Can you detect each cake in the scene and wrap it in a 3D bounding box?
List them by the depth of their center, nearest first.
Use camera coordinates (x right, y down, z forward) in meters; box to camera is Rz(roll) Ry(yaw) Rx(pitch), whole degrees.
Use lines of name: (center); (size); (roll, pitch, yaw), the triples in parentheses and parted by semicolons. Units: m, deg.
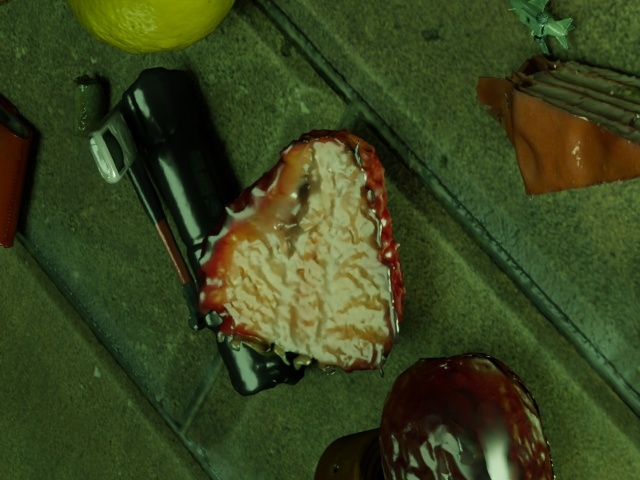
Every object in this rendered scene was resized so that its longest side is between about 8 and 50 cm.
cake: (0.276, -0.094, 1.674); (0.287, 0.098, 0.135); (17, 119, 47)

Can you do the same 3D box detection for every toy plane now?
toy plane: (0.215, -0.219, 1.724); (0.083, 0.033, 0.080); (36, 146, 31)

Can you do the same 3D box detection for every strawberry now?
strawberry: (-0.015, 0.007, 2.003); (0.253, 0.150, 0.280); (-3, 104, 27)

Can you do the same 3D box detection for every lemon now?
lemon: (-0.192, -0.315, 1.997); (0.260, 0.204, 0.204); (-15, 96, 57)

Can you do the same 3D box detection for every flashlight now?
flashlight: (-0.131, -0.013, 2.154); (0.103, 0.103, 0.424); (-20, 91, 50)

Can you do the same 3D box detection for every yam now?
yam: (-0.305, -0.172, 2.303); (0.043, 0.043, 0.094); (31, 128, 35)

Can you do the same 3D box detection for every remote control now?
remote control: (-0.241, -0.126, 2.136); (0.029, 0.261, 0.067); (-22, 102, 8)

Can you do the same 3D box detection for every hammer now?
hammer: (-0.208, -0.023, 2.259); (0.287, 0.033, 0.111); (64, 168, 10)

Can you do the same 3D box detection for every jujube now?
jujube: (0.157, 0.241, 1.893); (0.183, 0.183, 0.243); (-16, 85, 50)

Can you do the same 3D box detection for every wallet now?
wallet: (-0.470, -0.107, 2.512); (0.142, 0.045, 0.204); (41, 133, 29)

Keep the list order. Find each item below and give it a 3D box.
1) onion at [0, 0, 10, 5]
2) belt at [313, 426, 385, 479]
onion: (-0.456, -0.445, 2.147); (0.341, 0.341, 0.341); (23, 124, 39)
belt: (0.099, 0.335, 2.002); (0.105, 0.184, 0.261); (-26, 99, 50)
